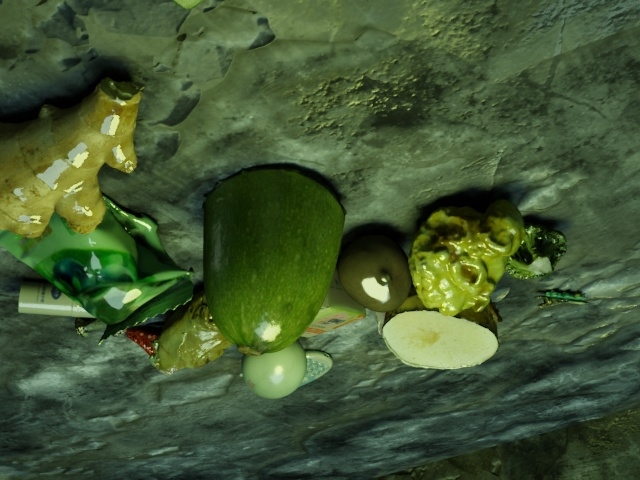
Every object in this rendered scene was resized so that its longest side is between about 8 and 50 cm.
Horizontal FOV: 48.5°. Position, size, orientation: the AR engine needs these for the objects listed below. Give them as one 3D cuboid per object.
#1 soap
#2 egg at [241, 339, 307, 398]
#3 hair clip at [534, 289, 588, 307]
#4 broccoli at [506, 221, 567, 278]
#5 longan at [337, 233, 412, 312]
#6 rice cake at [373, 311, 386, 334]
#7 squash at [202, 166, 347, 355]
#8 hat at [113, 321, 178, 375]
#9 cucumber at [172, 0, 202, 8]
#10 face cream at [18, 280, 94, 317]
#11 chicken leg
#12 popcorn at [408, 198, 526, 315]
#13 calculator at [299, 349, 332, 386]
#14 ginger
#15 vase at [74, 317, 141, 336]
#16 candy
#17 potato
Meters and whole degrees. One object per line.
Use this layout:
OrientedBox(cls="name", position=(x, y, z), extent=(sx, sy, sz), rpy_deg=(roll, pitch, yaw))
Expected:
OrientedBox(cls="soap", position=(-0.019, 0.138, 1.692), extent=(0.182, 0.139, 0.199), rpy_deg=(-24, 157, 25))
OrientedBox(cls="egg", position=(-0.132, 0.354, 2.003), extent=(0.182, 0.183, 0.264), rpy_deg=(1, 155, -12))
OrientedBox(cls="hair clip", position=(0.671, 0.160, 1.966), extent=(0.172, 0.049, 0.049), rpy_deg=(2, 147, -22))
OrientedBox(cls="broccoli", position=(0.485, 0.029, 1.649), extent=(0.162, 0.138, 0.146), rpy_deg=(14, 112, -8))
OrientedBox(cls="longan", position=(0.126, 0.073, 1.620), extent=(0.189, 0.189, 0.189), rpy_deg=(-4, 148, -3))
OrientedBox(cls="rice cake", position=(0.149, 0.154, 1.833), extent=(0.051, 0.081, 0.290), rpy_deg=(0, 149, 14))
OrientedBox(cls="squash", position=(-0.099, 0.064, 1.407), extent=(0.310, 0.309, 0.310), rpy_deg=(0, 141, 0))
OrientedBox(cls="hat", position=(-0.463, 0.277, 1.925), extent=(0.227, 0.129, 0.140), rpy_deg=(28, 162, -17))
OrientedBox(cls="cucumber", position=(-0.174, -0.373, 0.985), extent=(0.067, 0.035, 0.107), rpy_deg=(31, 137, -19))
OrientedBox(cls="face cream", position=(-0.580, 0.143, 1.690), extent=(0.250, 0.077, 0.077), rpy_deg=(6, 146, -18))
OrientedBox(cls="chicken leg", position=(-0.273, 0.174, 1.739), extent=(0.201, 0.153, 0.429), rpy_deg=(18, 134, -21))
OrientedBox(cls="popcorn", position=(0.299, 0.030, 1.557), extent=(0.225, 0.174, 0.286), rpy_deg=(9, 127, -19))
OrientedBox(cls="calculator", position=(-0.098, 0.416, 2.238), extent=(0.302, 0.042, 0.188), rpy_deg=(-27, 143, 29))
OrientedBox(cls="ginger", position=(-0.437, -0.118, 1.204), extent=(0.375, 0.236, 0.166), rpy_deg=(-13, -169, 27))
OrientedBox(cls="vase", position=(-0.538, 0.202, 1.809), extent=(0.167, 0.059, 0.059), rpy_deg=(-13, 147, 12))
OrientedBox(cls="candy", position=(-0.478, 0.020, 1.433), extent=(0.262, 0.172, 0.398), rpy_deg=(-33, 122, 18))
OrientedBox(cls="potato", position=(0.294, 0.188, 1.813), extent=(0.299, 0.196, 0.246), rpy_deg=(17, 133, -14))
